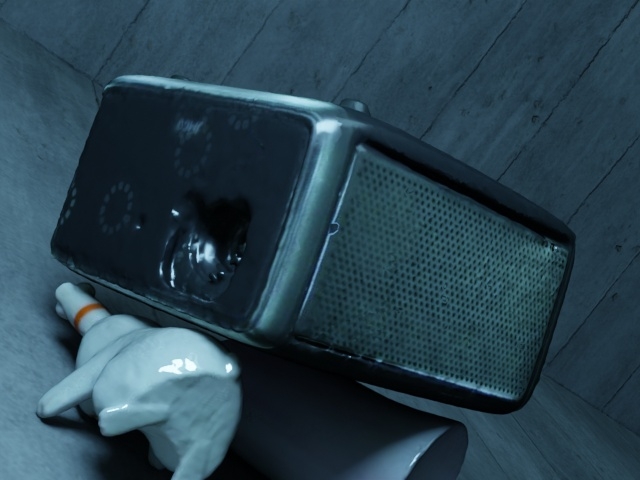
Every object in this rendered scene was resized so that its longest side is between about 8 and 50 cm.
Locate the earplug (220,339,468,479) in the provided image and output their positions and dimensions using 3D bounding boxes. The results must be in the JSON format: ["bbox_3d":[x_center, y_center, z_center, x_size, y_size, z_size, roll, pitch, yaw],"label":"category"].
[{"bbox_3d":[-0.014,0.196,1.198,0.301,0.172,0.172,29,5,26],"label":"earplug"}]

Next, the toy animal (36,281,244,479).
[{"bbox_3d":[-0.177,0.133,1.047,0.140,0.138,0.282,41,-17,-31],"label":"toy animal"}]

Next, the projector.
[{"bbox_3d":[0.000,0.000,1.171,0.405,0.242,0.395,21,-5,-43],"label":"projector"}]
